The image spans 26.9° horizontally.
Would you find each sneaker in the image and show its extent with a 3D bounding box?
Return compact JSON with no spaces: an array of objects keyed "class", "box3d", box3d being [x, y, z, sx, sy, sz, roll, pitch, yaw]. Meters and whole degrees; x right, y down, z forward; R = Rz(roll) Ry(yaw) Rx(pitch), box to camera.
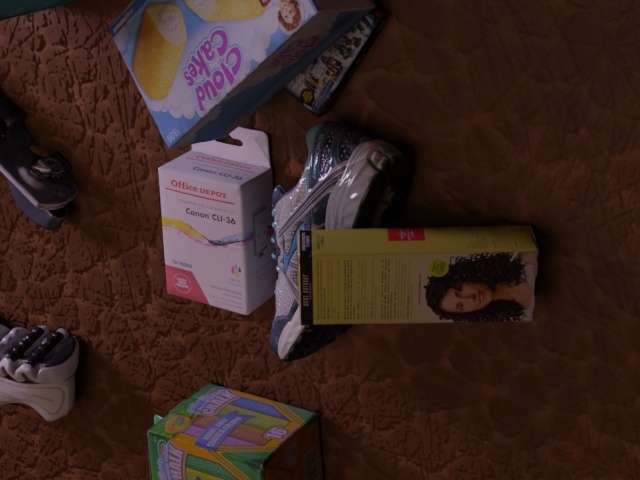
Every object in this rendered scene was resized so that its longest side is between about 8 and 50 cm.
[{"class":"sneaker","box3d":[0.000,0.000,1.423,0.122,0.110,0.283,38,121,27]},{"class":"sneaker","box3d":[-0.446,0.158,1.778,0.292,0.110,0.118,18,129,26]}]

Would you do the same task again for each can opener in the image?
[{"class":"can opener","box3d":[-0.412,-0.125,1.633,0.283,0.076,0.095,43,127,10]}]

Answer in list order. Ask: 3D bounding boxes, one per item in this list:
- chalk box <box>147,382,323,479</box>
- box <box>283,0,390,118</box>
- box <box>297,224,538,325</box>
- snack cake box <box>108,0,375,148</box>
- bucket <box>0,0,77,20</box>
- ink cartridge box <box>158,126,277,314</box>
[{"class":"chalk box","box3d":[-0.119,0.264,1.591,0.213,0.132,0.132,10,117,29]},{"class":"box","box3d":[0.000,-0.204,1.357,0.094,0.027,0.137,42,128,11]},{"class":"box","box3d":[0.094,0.034,1.318,0.232,0.058,0.087,-2,119,1]},{"class":"snack cake box","box3d":[-0.085,-0.222,1.337,0.264,0.089,0.152,-36,76,43]},{"class":"bucket","box3d":[-0.359,-0.359,1.417,0.281,0.183,0.281,13,118,26]},{"class":"ink cartridge box","box3d":[-0.115,-0.028,1.490,0.115,0.067,0.198,13,118,29]}]
